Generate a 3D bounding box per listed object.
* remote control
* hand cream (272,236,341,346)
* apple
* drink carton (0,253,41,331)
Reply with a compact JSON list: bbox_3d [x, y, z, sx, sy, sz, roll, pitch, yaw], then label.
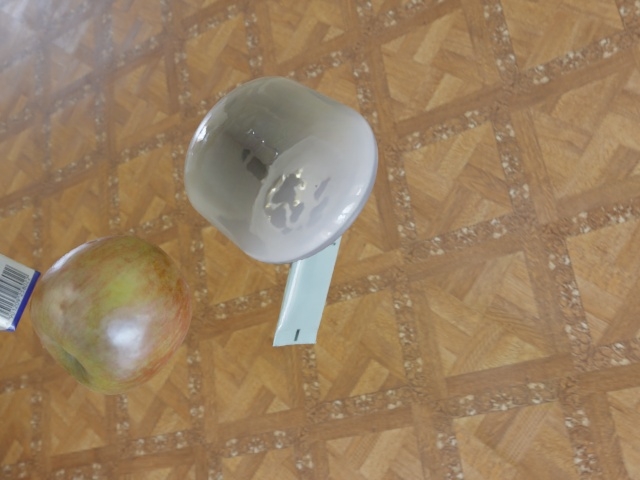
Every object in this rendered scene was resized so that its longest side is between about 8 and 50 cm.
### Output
[{"bbox_3d":[-0.062,-0.098,0.859,0.221,0.103,0.332,-54,45,1],"label":"remote control"},{"bbox_3d":[0.000,0.000,0.987,0.067,0.109,0.320,13,92,33],"label":"hand cream"},{"bbox_3d":[-0.253,0.088,0.836,0.188,0.188,0.174,20,52,35],"label":"apple"},{"bbox_3d":[-0.585,0.029,0.963,0.131,0.315,0.106,-7,58,39],"label":"drink carton"}]
